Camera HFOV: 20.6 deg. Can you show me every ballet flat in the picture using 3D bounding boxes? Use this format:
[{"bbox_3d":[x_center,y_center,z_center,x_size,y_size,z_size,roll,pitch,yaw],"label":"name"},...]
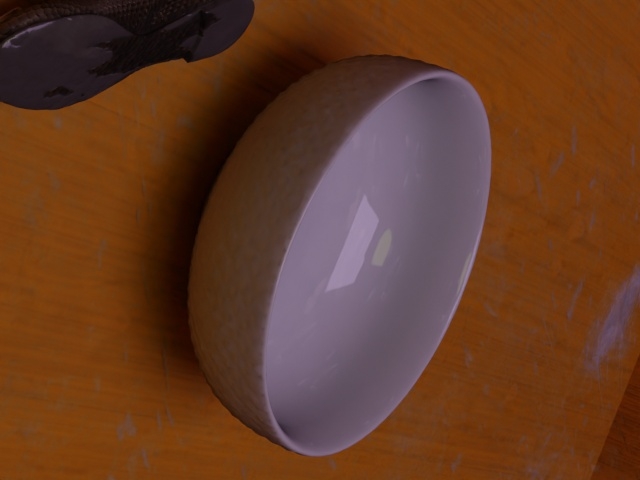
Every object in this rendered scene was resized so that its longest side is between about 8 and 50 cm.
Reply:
[{"bbox_3d":[-0.145,-0.148,1.211,0.250,0.058,0.084,-23,150,-46],"label":"ballet flat"}]

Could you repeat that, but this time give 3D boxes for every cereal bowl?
[{"bbox_3d":[0.000,0.000,1.460,0.339,0.141,0.339,-38,139,-43],"label":"cereal bowl"}]
